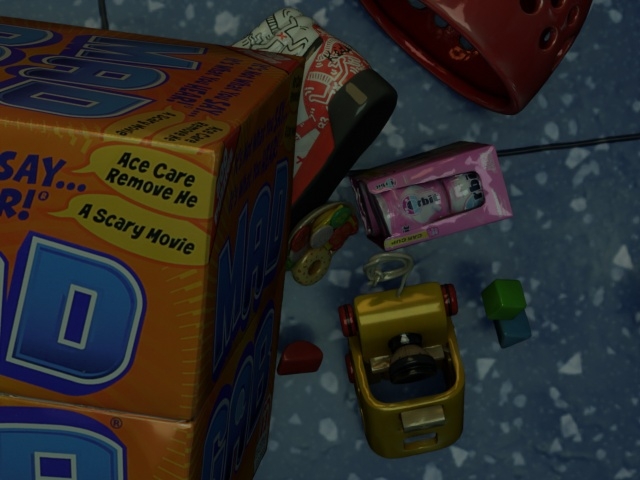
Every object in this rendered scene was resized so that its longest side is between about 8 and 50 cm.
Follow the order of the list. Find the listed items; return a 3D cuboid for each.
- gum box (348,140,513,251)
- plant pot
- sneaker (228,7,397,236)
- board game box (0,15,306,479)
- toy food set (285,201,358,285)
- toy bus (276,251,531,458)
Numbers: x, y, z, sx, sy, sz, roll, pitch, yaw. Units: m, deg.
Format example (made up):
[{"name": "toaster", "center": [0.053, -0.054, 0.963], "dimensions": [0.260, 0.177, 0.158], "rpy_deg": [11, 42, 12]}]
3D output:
[{"name": "gum box", "center": [0.090, -0.039, 1.331], "dimensions": [0.107, 0.188, 0.062], "rpy_deg": [-17, 95, -2]}, {"name": "plant pot", "center": [0.143, -0.229, 1.324], "dimensions": [0.191, 0.191, 0.174], "rpy_deg": [39, 86, -4]}, {"name": "sneaker", "center": [-0.064, -0.072, 1.380], "dimensions": [0.145, 0.090, 0.270], "rpy_deg": [45, 108, 19]}, {"name": "board game box", "center": [-0.227, 0.041, 1.177], "dimensions": [0.356, 0.356, 0.356], "rpy_deg": [8, 107, 6]}, {"name": "toy food set", "center": [0.000, 0.000, 1.386], "dimensions": [0.083, 0.082, 0.020], "rpy_deg": [-42, 62, -1]}, {"name": "toy bus", "center": [0.075, 0.111, 1.335], "dimensions": [0.202, 0.191, 0.104], "rpy_deg": [13, 52, -40]}]
